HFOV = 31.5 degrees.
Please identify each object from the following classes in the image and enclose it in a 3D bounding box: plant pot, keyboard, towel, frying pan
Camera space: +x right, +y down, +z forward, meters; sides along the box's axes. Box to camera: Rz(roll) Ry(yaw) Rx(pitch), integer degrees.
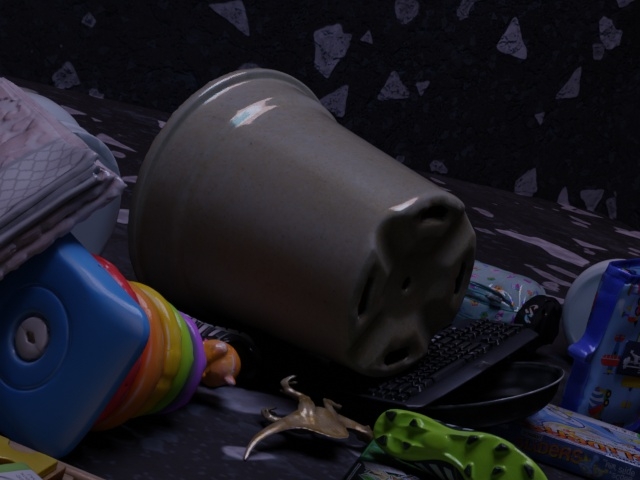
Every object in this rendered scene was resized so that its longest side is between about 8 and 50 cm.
[{"bbox_3d":[0.000,0.000,1.330,0.305,0.333,0.334,27,15,37],"label":"plant pot"},{"bbox_3d":[0.114,0.143,1.381,0.202,0.033,0.317,-1,10,36],"label":"keyboard"},{"bbox_3d":[-0.376,-0.018,1.035,0.317,0.332,0.053,31,-27,51],"label":"towel"},{"bbox_3d":[0.181,0.173,1.383,0.197,0.053,0.326,-10,4,-4],"label":"frying pan"}]

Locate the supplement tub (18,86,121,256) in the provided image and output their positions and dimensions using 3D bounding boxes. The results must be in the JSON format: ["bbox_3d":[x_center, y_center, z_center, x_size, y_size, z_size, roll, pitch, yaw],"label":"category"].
[{"bbox_3d":[-0.422,-0.081,1.329,0.331,0.241,0.241,24,13,31],"label":"supplement tub"}]

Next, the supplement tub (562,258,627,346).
[{"bbox_3d":[0.535,0.126,1.850,0.191,0.191,0.272,26,14,37],"label":"supplement tub"}]

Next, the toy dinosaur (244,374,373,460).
[{"bbox_3d":[-0.017,0.180,1.148,0.183,0.053,0.093,7,16,-40],"label":"toy dinosaur"}]

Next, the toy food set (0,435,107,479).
[{"bbox_3d":[-0.193,0.177,0.802,0.306,0.092,0.220,20,12,12],"label":"toy food set"}]

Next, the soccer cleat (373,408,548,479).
[{"bbox_3d":[0.132,0.200,1.038,0.179,0.060,0.072,20,-10,30],"label":"soccer cleat"}]

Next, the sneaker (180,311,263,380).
[{"bbox_3d":[-0.133,0.119,1.237,0.170,0.063,0.075,15,4,-32],"label":"sneaker"}]

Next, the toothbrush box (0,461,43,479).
[{"bbox_3d":[-0.219,0.213,0.521,0.206,0.122,0.283,27,14,40],"label":"toothbrush box"}]

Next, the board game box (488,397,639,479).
[{"bbox_3d":[0.304,0.241,1.363,0.201,0.035,0.136,18,11,8],"label":"board game box"}]

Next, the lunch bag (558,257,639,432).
[{"bbox_3d":[0.410,0.140,1.527,0.138,0.220,0.293,26,15,38],"label":"lunch bag"}]

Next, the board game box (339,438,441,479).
[{"bbox_3d":[0.093,0.231,1.030,0.136,0.030,0.260,17,2,10],"label":"board game box"}]

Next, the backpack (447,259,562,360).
[{"bbox_3d":[0.273,0.104,1.774,0.182,0.115,0.152,21,14,30],"label":"backpack"}]

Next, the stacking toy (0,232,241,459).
[{"bbox_3d":[-0.173,0.108,1.081,0.175,0.165,0.302,42,11,29],"label":"stacking toy"}]
